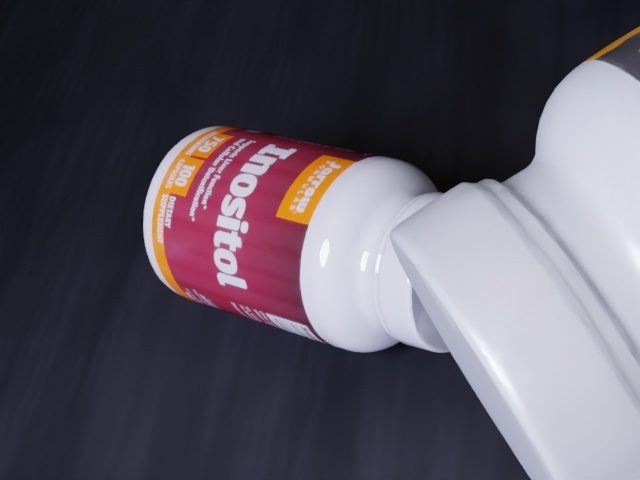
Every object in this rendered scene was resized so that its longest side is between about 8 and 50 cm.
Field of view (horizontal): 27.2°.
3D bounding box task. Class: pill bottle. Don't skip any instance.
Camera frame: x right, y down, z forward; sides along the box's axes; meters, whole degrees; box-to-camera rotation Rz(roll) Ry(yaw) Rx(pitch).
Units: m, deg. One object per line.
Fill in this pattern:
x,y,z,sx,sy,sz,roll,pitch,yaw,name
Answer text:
0.000,0.000,0.583,0.152,0.086,0.086,14,57,40,pill bottle
0.174,-0.021,0.441,0.278,0.162,0.162,-31,40,-1,pill bottle
